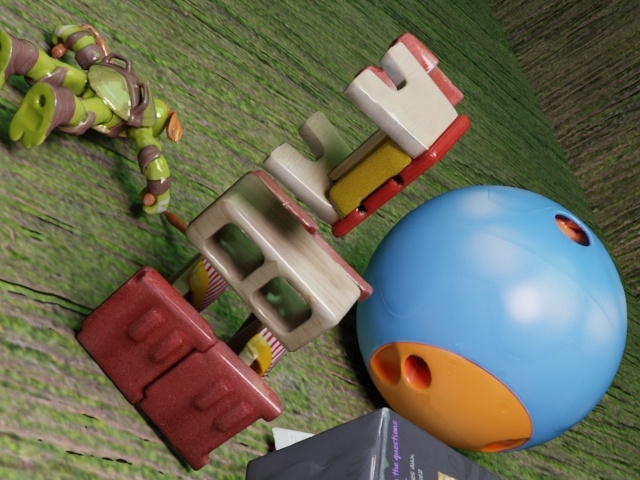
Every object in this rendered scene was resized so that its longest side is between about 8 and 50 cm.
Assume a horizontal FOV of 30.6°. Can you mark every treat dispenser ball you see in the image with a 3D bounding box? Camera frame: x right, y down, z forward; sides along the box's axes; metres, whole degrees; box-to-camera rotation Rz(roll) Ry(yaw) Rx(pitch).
[{"bbox_3d":[0.182,0.084,1.263,0.288,0.288,0.288,42,27,-27],"label":"treat dispenser ball"}]

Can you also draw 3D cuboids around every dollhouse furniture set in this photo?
[{"bbox_3d":[0.000,0.000,0.893,0.152,0.374,0.201,48,39,-5],"label":"dollhouse furniture set"}]

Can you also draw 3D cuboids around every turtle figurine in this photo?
[{"bbox_3d":[-0.193,-0.114,1.062,0.217,0.087,0.270,5,55,-61],"label":"turtle figurine"}]

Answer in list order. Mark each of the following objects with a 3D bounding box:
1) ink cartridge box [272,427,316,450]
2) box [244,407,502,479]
[{"bbox_3d":[0.027,0.257,1.075,0.179,0.045,0.145,18,43,-36],"label":"ink cartridge box"},{"bbox_3d":[0.080,0.271,0.932,0.270,0.165,0.143,35,44,-29],"label":"box"}]
